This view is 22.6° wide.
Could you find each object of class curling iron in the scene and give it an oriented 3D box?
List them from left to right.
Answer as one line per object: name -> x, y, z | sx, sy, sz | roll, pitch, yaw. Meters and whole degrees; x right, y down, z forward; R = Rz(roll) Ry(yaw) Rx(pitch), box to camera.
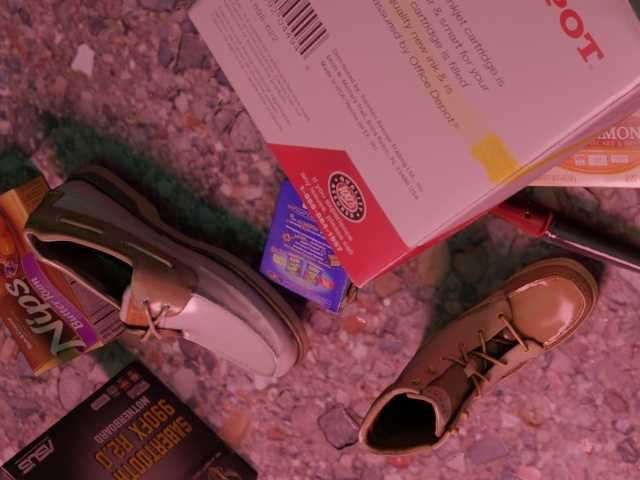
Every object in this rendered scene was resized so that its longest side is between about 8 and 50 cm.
curling iron -> 0.193, -0.028, 1.388 | 0.274, 0.035, 0.068 | 30, 122, 14

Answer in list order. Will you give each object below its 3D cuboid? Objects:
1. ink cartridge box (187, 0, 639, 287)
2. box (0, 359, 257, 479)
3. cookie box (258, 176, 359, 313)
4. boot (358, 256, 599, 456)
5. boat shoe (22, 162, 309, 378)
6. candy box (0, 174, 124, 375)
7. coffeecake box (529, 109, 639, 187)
ink cartridge box -> 0.107, -0.176, 1.209 | 0.385, 0.160, 0.279 | -37, 81, 50
box -> -0.195, 0.245, 1.593 | 0.183, 0.231, 0.056 | 43, 127, 7
cookie box -> 0.000, 0.000, 1.500 | 0.092, 0.040, 0.107 | 27, 121, 17
boot -> 0.137, 0.105, 1.395 | 0.213, 0.165, 0.077 | -35, 93, 36
boat shoe -> -0.154, 0.049, 1.551 | 0.302, 0.103, 0.113 | 33, 141, 16
candy box -> -0.295, 0.038, 1.667 | 0.109, 0.053, 0.186 | -24, 97, 33
coffeecake box -> 0.229, -0.140, 1.301 | 0.142, 0.068, 0.185 | 3, 112, 29
